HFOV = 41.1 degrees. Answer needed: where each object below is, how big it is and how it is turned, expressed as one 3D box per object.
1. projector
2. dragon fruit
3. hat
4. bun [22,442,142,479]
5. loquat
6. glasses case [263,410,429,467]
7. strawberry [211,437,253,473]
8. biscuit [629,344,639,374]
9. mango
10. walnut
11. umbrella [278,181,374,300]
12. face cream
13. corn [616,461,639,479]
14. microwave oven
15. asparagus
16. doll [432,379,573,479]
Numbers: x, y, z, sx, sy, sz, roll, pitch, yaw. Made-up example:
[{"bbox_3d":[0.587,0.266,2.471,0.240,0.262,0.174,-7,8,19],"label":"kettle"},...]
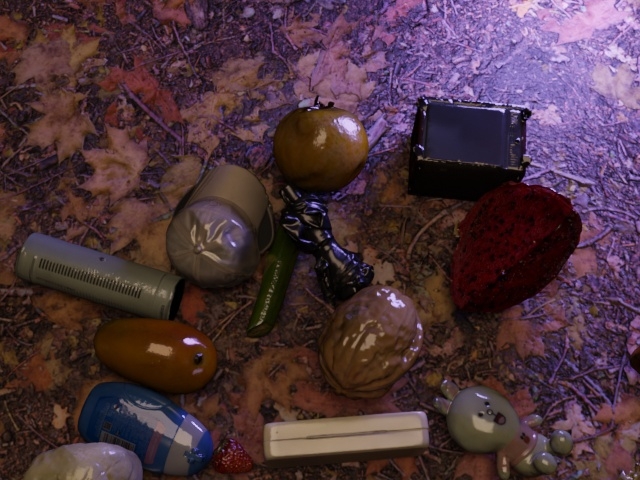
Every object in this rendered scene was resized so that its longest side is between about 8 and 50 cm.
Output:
[{"bbox_3d":[-0.452,0.078,1.764,0.337,0.108,0.108,17,69,5],"label":"projector"},{"bbox_3d":[0.405,0.005,1.785,0.317,0.152,0.205,-43,45,22],"label":"dragon fruit"},{"bbox_3d":[-0.211,-0.037,1.793,0.232,0.161,0.275,19,65,2],"label":"hat"},{"bbox_3d":[-0.437,0.458,1.550,0.229,0.229,0.145,-2,57,-2],"label":"bun"},{"bbox_3d":[0.001,-0.204,1.840,0.213,0.213,0.213,0,68,-1],"label":"loquat"},{"bbox_3d":[0.047,0.383,1.639,0.313,0.131,0.070,-4,68,-3],"label":"glasses case"},{"bbox_3d":[-0.171,0.425,1.655,0.083,0.073,0.073,39,71,-12],"label":"strawberry"},{"bbox_3d":[0.806,0.235,1.584,0.166,0.395,0.342,-33,72,-25],"label":"biscuit"},{"bbox_3d":[-0.328,0.221,1.672,0.255,0.175,0.139,11,69,3],"label":"mango"},{"bbox_3d":[0.099,0.198,1.684,0.198,0.198,0.245,36,64,12],"label":"walnut"},{"bbox_3d":[0.000,0.001,1.767,0.122,0.110,0.272,-34,92,-17],"label":"umbrella"},{"bbox_3d":[-0.332,0.369,1.656,0.264,0.083,0.149,22,93,7],"label":"face cream"},{"bbox_3d":[0.631,0.567,1.581,0.122,0.123,0.305,0,66,-24],"label":"corn"},{"bbox_3d":[0.317,-0.204,1.859,0.247,0.178,0.188,7,71,1],"label":"microwave oven"},{"bbox_3d":[-0.091,0.077,1.796,0.067,0.060,0.277,27,66,-28],"label":"asparagus"},{"bbox_3d":[0.344,0.375,1.667,0.275,0.113,0.155,26,61,16],"label":"doll"}]
